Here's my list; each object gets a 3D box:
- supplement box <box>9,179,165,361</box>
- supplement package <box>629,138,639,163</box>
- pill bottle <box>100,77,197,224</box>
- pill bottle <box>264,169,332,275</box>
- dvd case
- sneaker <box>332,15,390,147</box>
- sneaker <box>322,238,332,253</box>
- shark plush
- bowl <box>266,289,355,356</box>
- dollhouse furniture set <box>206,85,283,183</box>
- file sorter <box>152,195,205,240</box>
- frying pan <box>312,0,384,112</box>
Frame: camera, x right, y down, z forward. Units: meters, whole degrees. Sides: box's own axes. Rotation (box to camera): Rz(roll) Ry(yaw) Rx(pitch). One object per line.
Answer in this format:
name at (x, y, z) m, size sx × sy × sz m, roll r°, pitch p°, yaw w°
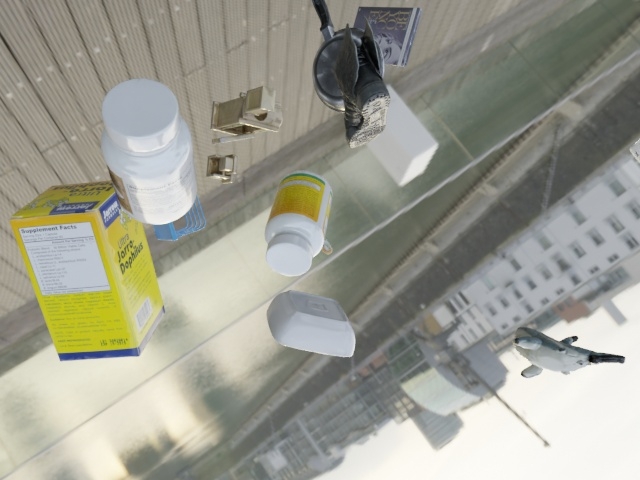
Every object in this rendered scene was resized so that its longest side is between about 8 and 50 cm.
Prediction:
supplement box at (-0.503, 0.065, 1.446) m, size 0.194 × 0.357 × 0.195 m, roll -4°, pitch -155°, yaw 7°
supplement package at (0.786, -0.192, 1.286) m, size 0.145 × 0.204 × 0.262 m, roll -27°, pitch 163°, yaw -9°
pill bottle at (-0.257, -0.130, 0.974) m, size 0.131 × 0.131 × 0.229 m, roll -32°, pitch 162°, yaw -20°
pill bottle at (-0.045, -0.033, 1.278) m, size 0.117 × 0.117 × 0.208 m, roll -47°, pitch -158°, yaw 39°
dvd case at (0.174, -0.584, 1.850) m, size 0.018 × 0.221 × 0.165 m, roll 12°, pitch 95°, yaw -51°
sneaker at (0.047, -0.187, 0.799) m, size 0.051 × 0.089 × 0.170 m, roll -21°, pitch 167°, yaw -11°
sneaker at (0.000, 0.000, 1.745) m, size 0.032 × 0.083 × 0.037 m, roll -32°, pitch -159°, yaw 8°
shark plush at (0.355, 0.154, 0.948) m, size 0.161 × 0.073 × 0.067 m, roll -11°, pitch -158°, yaw 44°
bowl at (-0.012, 0.129, 1.061) m, size 0.142 × 0.142 × 0.053 m, roll -119°, pitch -134°, yaw -68°
dollhouse furniture set at (-0.126, -0.192, 1.247) m, size 0.101 × 0.161 × 0.182 m, roll 7°, pitch 177°, yaw -38°
file sorter at (-0.407, -0.073, 1.821) m, size 0.104 × 0.118 × 0.170 m, roll -22°, pitch -168°, yaw -26°
frying pan at (0.053, -0.466, 1.524) m, size 0.197 × 0.326 × 0.053 m, roll -1°, pitch -175°, yaw 33°
